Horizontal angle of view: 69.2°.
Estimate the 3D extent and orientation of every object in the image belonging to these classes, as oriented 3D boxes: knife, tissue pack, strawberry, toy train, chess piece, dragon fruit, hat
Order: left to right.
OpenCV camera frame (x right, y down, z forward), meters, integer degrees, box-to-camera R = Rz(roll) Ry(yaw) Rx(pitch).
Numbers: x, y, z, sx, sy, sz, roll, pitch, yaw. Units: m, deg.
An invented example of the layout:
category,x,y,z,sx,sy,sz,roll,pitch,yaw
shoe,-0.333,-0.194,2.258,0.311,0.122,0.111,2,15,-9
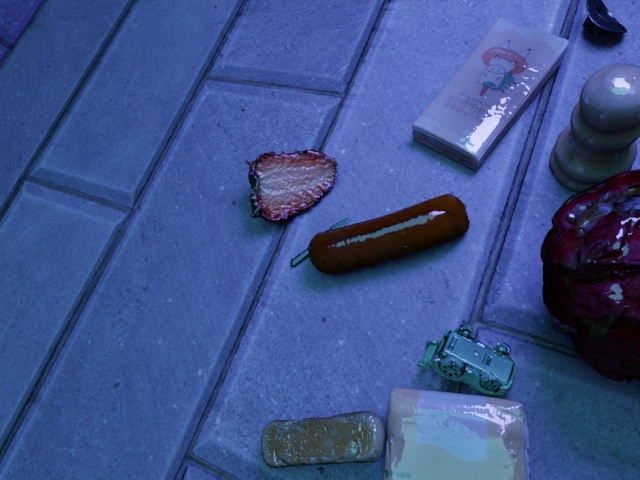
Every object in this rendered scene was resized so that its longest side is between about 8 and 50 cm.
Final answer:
category,x,y,z,sx,sy,sz,roll,pitch,yaw
strawberry,-0.067,-0.121,1.063,0.208,0.087,0.167,-3,87,-10
knife,0.000,0.000,1.019,0.170,0.010,0.023,-38,68,-2
tissue pack,0.217,0.341,0.753,0.223,0.090,0.186,1,62,20
toy train,0.256,0.213,0.809,0.149,0.081,0.099,25,45,14
tissue pack,0.361,-0.320,0.998,0.170,0.071,0.325,37,83,25
hat,0.594,-0.468,0.988,0.121,0.050,0.121,13,58,-23
chess piece,0.485,-0.194,0.799,0.143,0.261,0.142,-7,68,18
dragon fruit,0.483,0.052,0.670,0.330,0.329,0.328,-7,67,16

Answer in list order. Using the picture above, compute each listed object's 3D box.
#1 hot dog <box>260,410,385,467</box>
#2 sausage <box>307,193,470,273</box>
category,x,y,z,sx,sy,sz,roll,pitch,yaw
hot dog,0.007,0.356,0.825,0.243,0.073,0.084,-17,62,24
sausage,0.132,-0.005,0.928,0.331,0.102,0.101,-17,64,11
